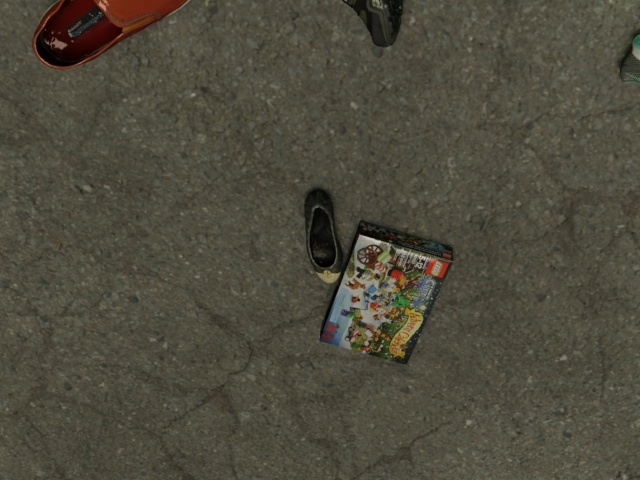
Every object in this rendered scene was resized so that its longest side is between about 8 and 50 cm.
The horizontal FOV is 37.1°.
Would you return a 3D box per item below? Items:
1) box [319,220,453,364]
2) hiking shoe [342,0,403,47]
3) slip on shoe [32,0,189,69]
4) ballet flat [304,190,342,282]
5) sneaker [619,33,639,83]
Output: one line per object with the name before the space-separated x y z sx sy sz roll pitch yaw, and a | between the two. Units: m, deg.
box | 0.106 0.091 1.586 0.159 0.044 0.233 16 124 -4
hiking shoe | 0.033 -0.360 1.283 0.114 0.086 0.226 -11 117 29
slip on shoe | -0.267 -0.337 1.307 0.331 0.101 0.123 -29 114 21
ballet flat | 0.000 0.000 1.533 0.058 0.049 0.173 -4 123 10
sneaker | 0.493 -0.226 1.335 0.166 0.065 0.076 25 139 -7
